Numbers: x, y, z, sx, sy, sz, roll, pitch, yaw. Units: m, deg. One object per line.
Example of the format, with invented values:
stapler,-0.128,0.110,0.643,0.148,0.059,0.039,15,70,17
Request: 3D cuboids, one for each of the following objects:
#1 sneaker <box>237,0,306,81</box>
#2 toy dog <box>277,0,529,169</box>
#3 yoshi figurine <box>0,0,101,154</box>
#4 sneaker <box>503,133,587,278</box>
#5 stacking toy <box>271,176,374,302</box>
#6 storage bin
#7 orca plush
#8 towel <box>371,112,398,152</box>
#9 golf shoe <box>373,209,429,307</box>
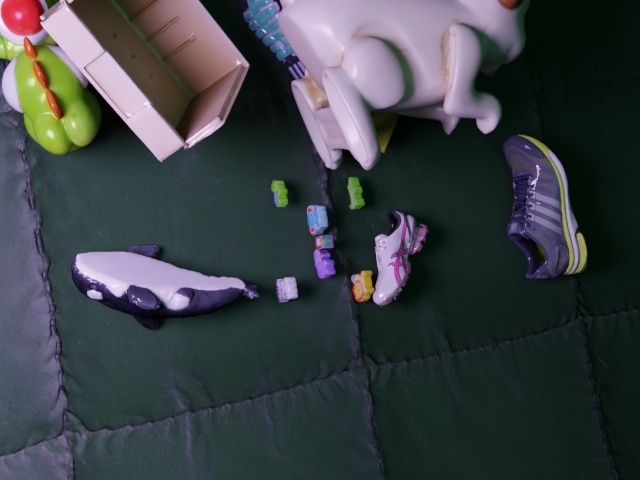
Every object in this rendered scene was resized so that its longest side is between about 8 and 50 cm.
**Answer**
sneaker,-0.059,-0.383,1.482,0.098,0.083,0.223,-49,115,-34
toy dog,0.154,-0.337,1.387,0.408,0.284,0.395,-26,92,-12
yoshi figurine,-0.427,-0.276,1.255,0.203,0.204,0.362,-1,65,-62
sneaker,0.416,-0.061,1.639,0.121,0.111,0.300,-21,89,-23
stacking toy,0.000,0.000,1.459,0.167,0.052,0.221,-2,81,-28
storage bin,-0.249,-0.286,1.243,0.262,0.123,0.260,51,22,-23
orca plush,-0.249,0.086,1.322,0.287,0.102,0.151,0,37,-36
towel,0.110,-0.282,1.520,0.102,0.021,0.237,19,84,13
golf shoe,0.124,0.032,1.505,0.086,0.067,0.186,30,60,-10
